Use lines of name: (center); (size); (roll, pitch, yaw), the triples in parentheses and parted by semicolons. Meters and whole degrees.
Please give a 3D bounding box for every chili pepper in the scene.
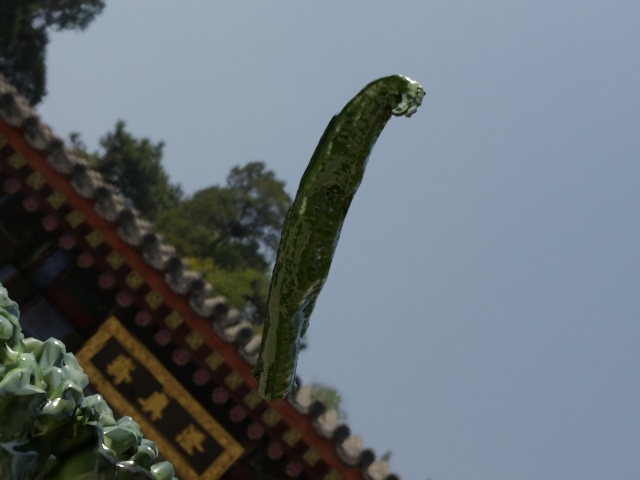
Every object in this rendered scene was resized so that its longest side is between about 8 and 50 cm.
chili pepper: (0.000, -0.001, 0.917); (0.076, 0.085, 0.359); (19, -59, -4)

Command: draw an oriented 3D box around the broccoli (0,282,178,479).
broccoli: (-0.215, 0.110, 0.398); (0.288, 0.246, 0.248); (22, -16, 24)
